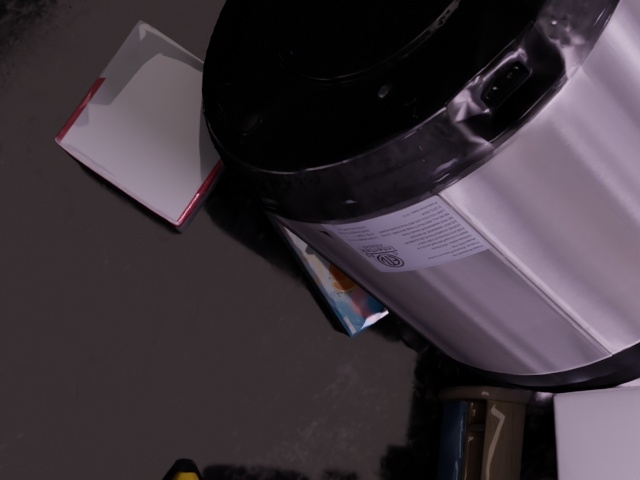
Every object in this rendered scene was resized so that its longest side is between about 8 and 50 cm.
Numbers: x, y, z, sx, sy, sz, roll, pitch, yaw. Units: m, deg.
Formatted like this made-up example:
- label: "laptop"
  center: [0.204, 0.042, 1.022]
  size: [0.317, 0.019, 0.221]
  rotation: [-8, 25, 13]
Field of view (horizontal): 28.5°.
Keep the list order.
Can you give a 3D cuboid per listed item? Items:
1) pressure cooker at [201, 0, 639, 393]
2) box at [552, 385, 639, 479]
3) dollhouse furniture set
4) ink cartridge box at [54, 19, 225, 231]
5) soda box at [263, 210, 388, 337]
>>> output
- label: "pressure cooker"
  center: [0.159, -0.083, 0.991]
  size: [0.420, 0.370, 0.375]
  rotation: [39, 89, -37]
- label: "box"
  center: [0.244, 0.211, 0.981]
  size: [0.091, 0.130, 0.171]
  rotation: [-8, 68, 23]
- label: "dollhouse furniture set"
  center: [0.023, 0.213, 1.085]
  size: [0.303, 0.286, 0.198]
  rotation: [7, 80, -9]
- label: "ink cartridge box"
  center: [-0.140, -0.094, 1.117]
  size: [0.127, 0.176, 0.128]
  rotation: [34, 85, -3]
- label: "soda box"
  center: [0.000, 0.000, 1.188]
  size: [0.058, 0.063, 0.183]
  rotation: [-34, 93, -5]
